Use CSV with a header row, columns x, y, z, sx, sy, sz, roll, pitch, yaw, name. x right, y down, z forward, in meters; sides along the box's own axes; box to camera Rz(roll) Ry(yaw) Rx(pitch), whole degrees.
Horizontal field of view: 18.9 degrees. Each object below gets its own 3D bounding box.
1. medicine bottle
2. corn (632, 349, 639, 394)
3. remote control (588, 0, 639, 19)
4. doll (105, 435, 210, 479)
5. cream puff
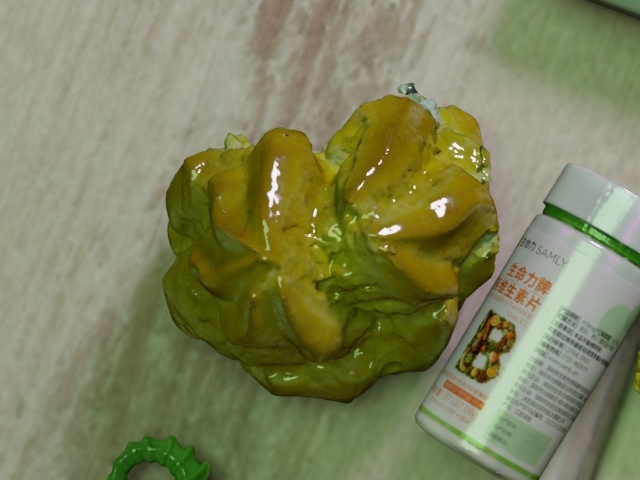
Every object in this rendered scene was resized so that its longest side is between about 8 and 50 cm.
x,y,z,sx,sy,sz,roll,pitch,yaw,name
0.137,0.052,1.150,0.086,0.086,0.183,31,90,19,medicine bottle
0.251,0.007,1.135,0.067,0.067,0.206,28,89,19,corn
0.298,-0.160,1.152,0.335,0.065,0.128,24,85,19,remote control
-0.124,0.215,1.218,0.115,0.050,0.190,28,87,12,doll
0.001,0.006,1.154,0.221,0.195,0.194,-18,76,16,cream puff
